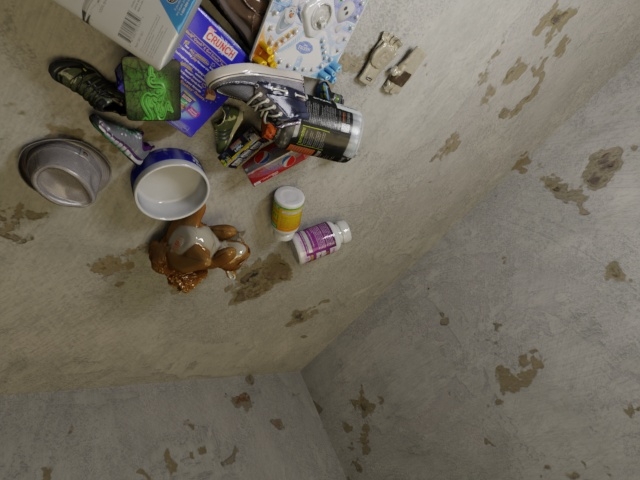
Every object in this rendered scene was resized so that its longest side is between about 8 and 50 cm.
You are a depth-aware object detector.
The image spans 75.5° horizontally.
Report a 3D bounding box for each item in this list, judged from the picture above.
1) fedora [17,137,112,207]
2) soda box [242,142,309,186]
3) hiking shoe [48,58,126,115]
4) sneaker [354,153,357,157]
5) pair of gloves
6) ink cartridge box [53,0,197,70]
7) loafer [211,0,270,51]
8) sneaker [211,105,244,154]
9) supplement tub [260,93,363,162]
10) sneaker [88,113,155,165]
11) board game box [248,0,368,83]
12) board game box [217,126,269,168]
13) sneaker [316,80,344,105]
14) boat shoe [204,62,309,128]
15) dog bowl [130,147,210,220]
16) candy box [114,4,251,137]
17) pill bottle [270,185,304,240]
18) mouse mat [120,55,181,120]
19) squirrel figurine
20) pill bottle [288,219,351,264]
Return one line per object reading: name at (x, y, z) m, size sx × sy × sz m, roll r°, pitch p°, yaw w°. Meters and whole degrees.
fedora at (-0.805, -0.192, 1.319) m, size 0.243 × 0.124 × 0.275 m, roll -29°, pitch 146°, yaw -1°
soda box at (-0.179, -0.326, 1.646) m, size 0.263 × 0.092 × 0.083 m, roll -28°, pitch 147°, yaw -3°
hiking shoe at (-0.633, -0.423, 1.163) m, size 0.226 × 0.114 × 0.086 m, roll 17°, pitch 124°, yaw -47°
sneaker at (0.076, -0.399, 1.709) m, size 0.228 × 0.132 × 0.086 m, roll 11°, pitch 128°, yaw -45°
pair of gloves at (0.277, -0.675, 1.592) m, size 0.240 × 0.042 × 0.204 m, roll 3°, pitch 137°, yaw -36°
ink cartridge box at (-0.457, -0.595, 0.964) m, size 0.307 × 0.129 × 0.223 m, roll 30°, pitch 117°, yaw -23°
loafer at (-0.219, -0.668, 1.169) m, size 0.130 × 0.134 × 0.366 m, roll -43°, pitch 155°, yaw 6°
sneaker at (-0.349, -0.396, 1.467) m, size 0.086 × 0.064 × 0.192 m, roll 18°, pitch 129°, yaw -30°
supplement tub at (-0.033, -0.414, 1.500) m, size 0.337 × 0.207 × 0.207 m, roll 10°, pitch 132°, yaw -21°
sneaker at (-0.631, -0.343, 1.323) m, size 0.098 × 0.083 × 0.224 m, roll -49°, pitch 152°, yaw -10°
board game box at (0.005, -0.684, 1.262) m, size 0.389 × 0.050 × 0.390 m, roll -14°, pitch 144°, yaw -50°
board game box at (-0.283, -0.339, 1.532) m, size 0.170 × 0.048 × 0.141 m, roll -38°, pitch -179°, yaw 10°
sneaker at (0.044, -0.541, 1.581) m, size 0.078 × 0.067 × 0.188 m, roll -53°, pitch 143°, yaw -5°
boat shoe at (-0.171, -0.424, 1.241) m, size 0.340 × 0.158 × 0.127 m, roll -15°, pitch -178°, yaw -39°
dog bowl at (-0.549, -0.203, 1.515) m, size 0.264 × 0.104 × 0.265 m, roll -20°, pitch 144°, yaw -15°
candy box at (-0.394, -0.509, 1.228) m, size 0.317 × 0.122 × 0.268 m, roll -39°, pitch 144°, yaw 14°
pill bottle at (-0.156, -0.115, 1.892) m, size 0.136 × 0.136 × 0.246 m, roll -13°, pitch 142°, yaw -24°
mouse mat at (-0.474, -0.423, 1.169) m, size 0.152 × 0.007 × 0.190 m, roll -8°, pitch 140°, yaw -25°
squirrel figurine at (-0.512, 0.060, 1.796) m, size 0.396 × 0.281 × 0.370 m, roll -26°, pitch 159°, yaw 19°
pill bottle at (0.000, 0.000, 2.126) m, size 0.301 × 0.169 × 0.169 m, roll -21°, pitch 145°, yaw -14°
